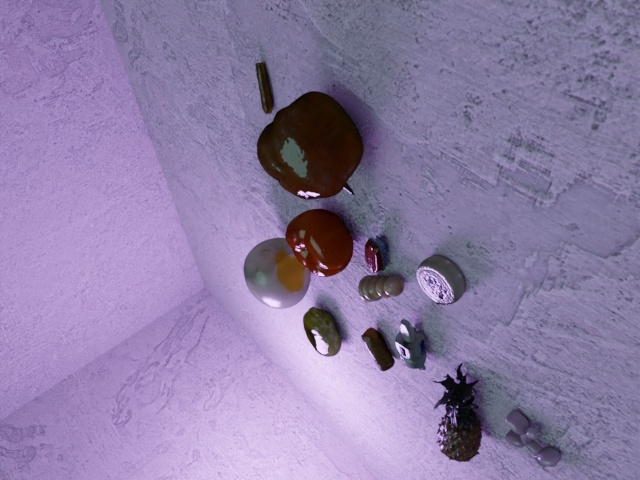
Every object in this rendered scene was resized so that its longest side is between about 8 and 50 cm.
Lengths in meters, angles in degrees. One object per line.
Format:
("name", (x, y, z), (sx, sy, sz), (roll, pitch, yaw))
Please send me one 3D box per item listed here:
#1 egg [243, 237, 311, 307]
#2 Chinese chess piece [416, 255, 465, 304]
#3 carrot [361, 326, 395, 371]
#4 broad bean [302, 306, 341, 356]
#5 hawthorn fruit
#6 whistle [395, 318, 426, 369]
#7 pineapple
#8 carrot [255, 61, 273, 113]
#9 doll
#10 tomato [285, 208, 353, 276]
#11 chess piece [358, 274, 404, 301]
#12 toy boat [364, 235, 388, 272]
("egg", (-0.179, 0.148, 2.059), (0.283, 0.283, 0.345), (35, 154, 38))
("Chinese chess piece", (0.333, 0.112, 1.345), (0.144, 0.058, 0.144), (41, 152, 28))
("carrot", (0.225, 0.425, 1.901), (0.082, 0.082, 0.173), (4, 127, 60))
("broad bean", (0.005, 0.427, 2.255), (0.238, 0.119, 0.291), (43, 153, 26))
("hawthorn fruit", (-0.007, -0.234, 1.305), (0.301, 0.268, 0.268), (45, 155, 2))
("whistle", (0.310, 0.356, 1.648), (0.110, 0.092, 0.245), (29, 146, 47))
("pineapple", (0.453, 0.560, 1.599), (0.165, 0.165, 0.365), (24, 133, 49))
("carrot", (-0.181, -0.493, 1.565), (0.042, 0.042, 0.171), (34, 145, 39))
("doll", (0.619, 0.591, 1.413), (0.160, 0.059, 0.161), (29, 143, 47))
("tomato", (0.003, 0.004, 1.668), (0.260, 0.180, 0.260), (43, 155, 26))
("chess piece", (0.208, 0.157, 1.595), (0.170, 0.094, 0.094), (-11, 111, 59))
("toy boat", (0.181, 0.049, 1.547), (0.069, 0.058, 0.173), (40, 158, 32))
